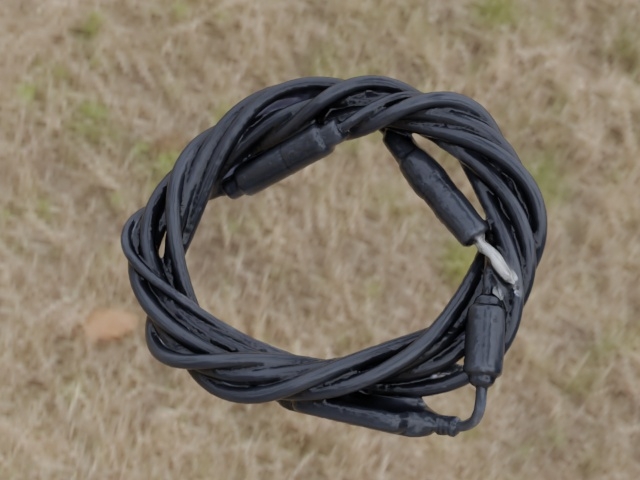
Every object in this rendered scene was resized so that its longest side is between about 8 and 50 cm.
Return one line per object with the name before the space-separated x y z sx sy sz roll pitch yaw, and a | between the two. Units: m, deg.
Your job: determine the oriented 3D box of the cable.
cable | 0.000 0.000 0.667 0.185 0.047 0.150 12 88 17
